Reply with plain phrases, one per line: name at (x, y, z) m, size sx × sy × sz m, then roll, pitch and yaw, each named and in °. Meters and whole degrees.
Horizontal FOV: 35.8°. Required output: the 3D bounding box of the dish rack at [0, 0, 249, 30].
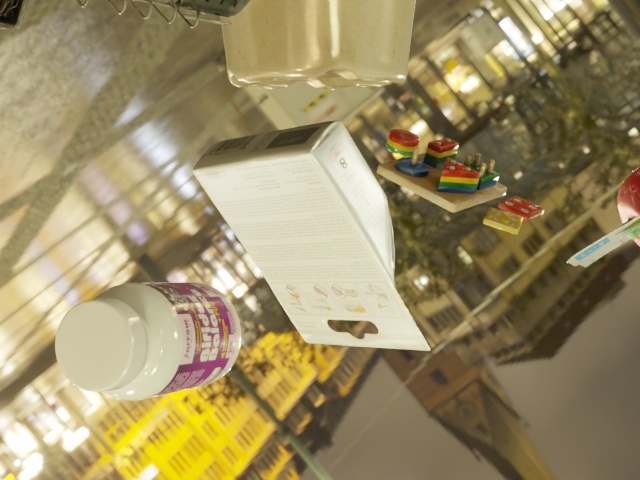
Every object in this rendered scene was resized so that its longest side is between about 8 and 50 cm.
dish rack at (-0.124, -0.255, 0.766) m, size 0.272 × 0.074 × 0.208 m, roll 1°, pitch 133°, yaw -39°

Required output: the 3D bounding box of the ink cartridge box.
ink cartridge box at (0.000, 0.000, 0.959) m, size 0.189 × 0.232 × 0.066 m, roll -3°, pitch -139°, yaw 49°

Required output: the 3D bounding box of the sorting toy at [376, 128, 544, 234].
sorting toy at (0.176, -0.093, 1.341) m, size 0.132 × 0.274 × 0.046 m, roll -18°, pitch 130°, yaw -46°

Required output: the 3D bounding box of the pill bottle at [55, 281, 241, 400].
pill bottle at (-0.250, 0.146, 1.462) m, size 0.169 × 0.169 × 0.301 m, roll -39°, pitch 166°, yaw 16°

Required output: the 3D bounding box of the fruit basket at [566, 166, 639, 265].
fruit basket at (0.444, -0.054, 1.094) m, size 0.353 × 0.165 × 0.327 m, roll -38°, pitch 167°, yaw 12°

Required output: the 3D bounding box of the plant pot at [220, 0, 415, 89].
plant pot at (-0.007, -0.343, 1.213) m, size 0.334 × 0.305 × 0.334 m, roll 0°, pitch -175°, yaw 0°
